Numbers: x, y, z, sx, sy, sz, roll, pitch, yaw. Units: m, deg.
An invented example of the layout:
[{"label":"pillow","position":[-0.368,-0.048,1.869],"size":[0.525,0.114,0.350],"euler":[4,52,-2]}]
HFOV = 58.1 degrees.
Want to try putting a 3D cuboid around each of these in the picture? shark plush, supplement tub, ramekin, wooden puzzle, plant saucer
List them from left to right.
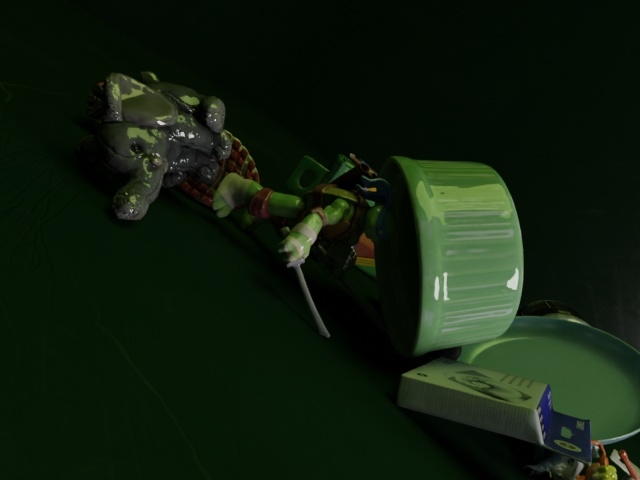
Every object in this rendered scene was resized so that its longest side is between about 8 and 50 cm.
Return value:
[{"label":"wooden puzzle","position":[0.094,-0.165,1.276],"size":[0.078,0.014,0.116],"euler":[43,12,12]},{"label":"ramekin","position":[0.182,0.021,0.874],"size":[0.148,0.303,0.303],"euler":[-4,18,-5]},{"label":"shark plush","position":[0.334,0.330,0.840],"size":[0.161,0.073,0.067],"euler":[-7,20,-44]},{"label":"plant saucer","position":[0.372,0.224,0.935],"size":[0.318,0.043,0.317],"euler":[-4,25,2]},{"label":"supplement tub","position":[0.577,0.255,1.434],"size":[0.194,0.193,0.316],"euler":[38,12,9]}]

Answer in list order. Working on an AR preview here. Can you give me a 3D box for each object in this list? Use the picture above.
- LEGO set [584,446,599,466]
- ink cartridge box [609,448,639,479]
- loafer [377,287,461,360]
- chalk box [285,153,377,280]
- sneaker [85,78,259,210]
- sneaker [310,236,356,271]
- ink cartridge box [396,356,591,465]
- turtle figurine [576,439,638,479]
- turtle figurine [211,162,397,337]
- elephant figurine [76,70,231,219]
[{"label":"LEGO set","position":[0.374,0.284,1.048],"size":[0.287,0.107,0.132],"euler":[-125,-167,-71]},{"label":"ink cartridge box","position":[0.518,0.421,0.901],"size":[0.181,0.061,0.104],"euler":[43,13,30]},{"label":"loafer","position":[0.179,0.139,1.026],"size":[0.223,0.076,0.078],"euler":[52,-2,46]},{"label":"chalk box","position":[0.061,-0.075,1.304],"size":[0.289,0.180,0.179],"euler":[33,11,-9]},{"label":"sneaker","position":[-0.229,-0.162,0.952],"size":[0.299,0.120,0.112],"euler":[36,2,-8]},{"label":"sneaker","position":[0.000,0.000,1.108],"size":[0.162,0.063,0.073],"euler":[34,8,-9]},{"label":"ink cartridge box","position":[0.238,0.208,0.755],"size":[0.224,0.045,0.223],"euler":[11,0,24]},{"label":"turtle figurine","position":[0.398,0.362,0.728],"size":[0.270,0.087,0.217],"euler":[34,17,-37]},{"label":"turtle figurine","position":[-0.032,0.013,0.861],"size":[0.267,0.274,0.198],"euler":[19,26,29]},{"label":"elephant figurine","position":[-0.240,-0.137,0.763],"size":[0.186,0.169,0.239],"euler":[9,18,26]}]
